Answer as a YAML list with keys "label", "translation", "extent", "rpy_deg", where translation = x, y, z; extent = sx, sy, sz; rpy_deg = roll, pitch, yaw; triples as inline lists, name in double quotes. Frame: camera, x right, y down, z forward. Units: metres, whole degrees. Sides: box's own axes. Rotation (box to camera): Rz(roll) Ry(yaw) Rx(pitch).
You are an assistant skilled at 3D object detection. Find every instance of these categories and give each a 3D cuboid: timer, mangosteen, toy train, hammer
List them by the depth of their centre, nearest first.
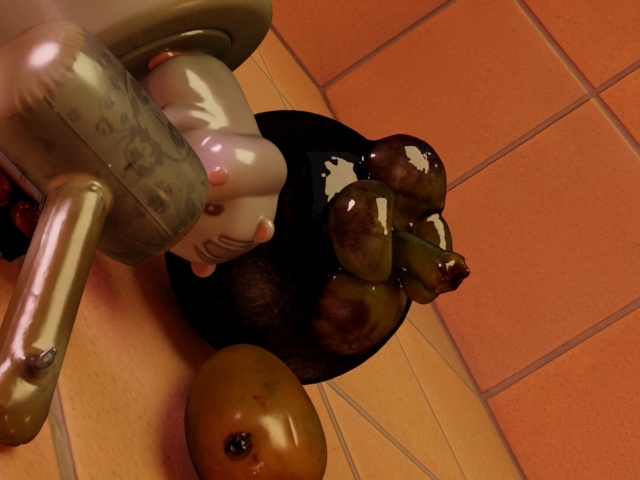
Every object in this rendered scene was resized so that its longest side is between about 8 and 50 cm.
- label: "hammer"
  translation: [-0.181, 0.003, 0.840]
  extent: [0.202, 0.113, 0.305]
  rpy_deg: [48, 37, -37]
- label: "toy train"
  translation: [-0.257, -0.046, 0.906]
  extent: [0.138, 0.050, 0.087]
  rpy_deg: [50, 18, -32]
- label: "timer"
  translation: [-0.143, -0.123, 1.082]
  extent: [0.315, 0.291, 0.291]
  rpy_deg: [64, 10, 9]
- label: "mangosteen"
  translation: [-0.013, -0.008, 1.255]
  extent: [0.297, 0.313, 0.297]
  rpy_deg: [35, 28, -21]

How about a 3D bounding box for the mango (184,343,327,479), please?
- label: "mango"
  translation: [-0.058, 0.165, 1.066]
  extent: [0.138, 0.113, 0.253]
  rpy_deg: [51, 3, -13]
